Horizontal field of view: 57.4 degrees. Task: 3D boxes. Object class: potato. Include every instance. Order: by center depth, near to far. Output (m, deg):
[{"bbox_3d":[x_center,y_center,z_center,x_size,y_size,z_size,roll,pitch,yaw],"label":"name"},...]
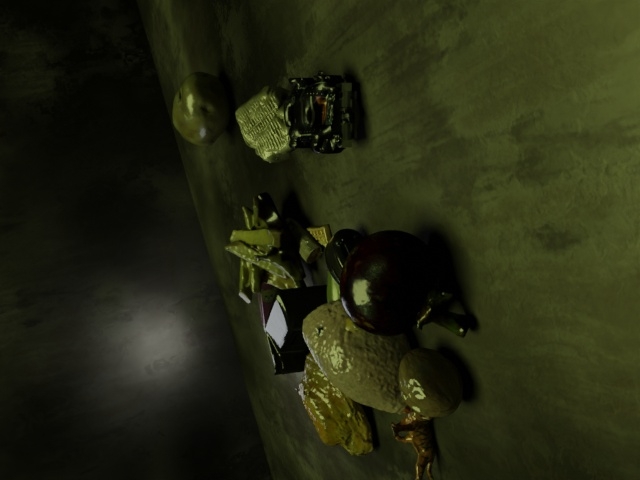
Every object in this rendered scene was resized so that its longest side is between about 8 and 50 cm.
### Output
[{"bbox_3d":[-0.483,-0.522,2.375,0.243,0.221,0.326,53,143,20],"label":"potato"}]

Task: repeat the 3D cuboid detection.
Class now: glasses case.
[{"bbox_3d":[-0.182,0.238,2.310,0.076,0.123,0.316,43,143,51],"label":"glasses case"}]

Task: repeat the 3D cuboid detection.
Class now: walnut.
[{"bbox_3d":[0.243,0.315,1.298,0.162,0.140,0.140,35,139,37],"label":"walnut"}]

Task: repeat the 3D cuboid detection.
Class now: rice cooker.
[{"bbox_3d":[0.079,0.051,1.540,0.165,0.112,0.106,64,151,23],"label":"rice cooker"}]

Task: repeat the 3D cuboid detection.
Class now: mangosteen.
[{"bbox_3d":[0.182,0.105,1.227,0.289,0.231,0.231,23,133,25],"label":"mangosteen"}]

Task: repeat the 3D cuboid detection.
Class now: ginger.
[{"bbox_3d":[-0.207,0.061,2.010,0.358,0.211,0.413,54,162,33],"label":"ginger"}]

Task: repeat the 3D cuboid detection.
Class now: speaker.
[{"bbox_3d":[-0.077,0.309,1.991,0.388,0.180,0.184,112,150,-59],"label":"speaker"}]

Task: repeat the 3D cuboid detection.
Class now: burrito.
[{"bbox_3d":[-0.060,-0.001,1.919,0.226,0.060,0.087,48,143,47],"label":"burrito"}]

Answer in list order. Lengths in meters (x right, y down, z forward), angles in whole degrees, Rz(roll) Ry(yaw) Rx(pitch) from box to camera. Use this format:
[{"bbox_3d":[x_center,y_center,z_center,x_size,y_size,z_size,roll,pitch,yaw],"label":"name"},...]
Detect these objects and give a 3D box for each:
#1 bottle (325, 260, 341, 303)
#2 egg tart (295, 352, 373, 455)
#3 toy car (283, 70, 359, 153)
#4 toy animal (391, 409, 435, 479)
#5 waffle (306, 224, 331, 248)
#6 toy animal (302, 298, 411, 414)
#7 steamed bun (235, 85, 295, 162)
[{"bbox_3d":[0.075,0.168,1.634,0.112,0.112,0.260,5,110,68],"label":"bottle"},{"bbox_3d":[0.026,0.541,1.945,0.339,0.153,0.351,32,145,63],"label":"egg tart"},{"bbox_3d":[-0.007,-0.325,1.477,0.301,0.118,0.193,-153,59,-63],"label":"toy car"},{"bbox_3d":[0.258,0.531,1.498,0.114,0.116,0.255,-94,-12,-76],"label":"toy animal"},{"bbox_3d":[0.000,0.000,1.822,0.153,0.023,0.097,0,104,67],"label":"waffle"},{"bbox_3d":[0.113,0.284,1.485,0.358,0.188,0.226,43,111,14],"label":"toy animal"},{"bbox_3d":[-0.125,-0.341,1.731,0.218,0.144,0.211,-34,79,37],"label":"steamed bun"}]
